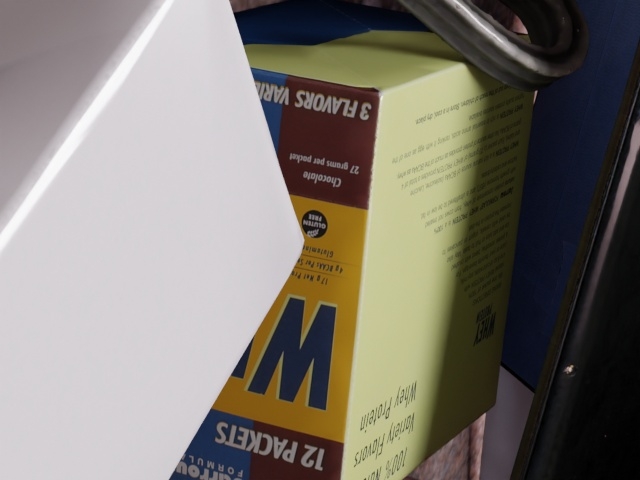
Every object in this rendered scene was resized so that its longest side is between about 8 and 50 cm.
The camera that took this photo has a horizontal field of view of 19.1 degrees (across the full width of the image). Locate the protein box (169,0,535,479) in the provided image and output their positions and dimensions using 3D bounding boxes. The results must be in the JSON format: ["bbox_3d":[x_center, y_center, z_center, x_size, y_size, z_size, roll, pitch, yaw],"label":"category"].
[{"bbox_3d":[0.000,0.000,0.920,0.200,0.136,0.201,-26,125,-60],"label":"protein box"}]

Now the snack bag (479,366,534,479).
[{"bbox_3d":[0.214,0.243,1.293,0.037,0.342,0.323,-17,124,-30],"label":"snack bag"}]

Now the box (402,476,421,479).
[{"bbox_3d":[0.135,0.266,1.144,0.142,0.300,0.154,-33,131,-56],"label":"box"}]

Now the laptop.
[{"bbox_3d":[0.139,-0.053,1.061,0.408,0.236,0.382,-10,117,-58],"label":"laptop"}]

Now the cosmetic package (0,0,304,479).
[{"bbox_3d":[-0.214,0.078,0.331,0.377,0.284,0.097,-60,149,-32],"label":"cosmetic package"}]

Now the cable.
[{"bbox_3d":[0.019,-0.149,0.807,0.287,0.072,0.139,36,42,-21],"label":"cable"}]
